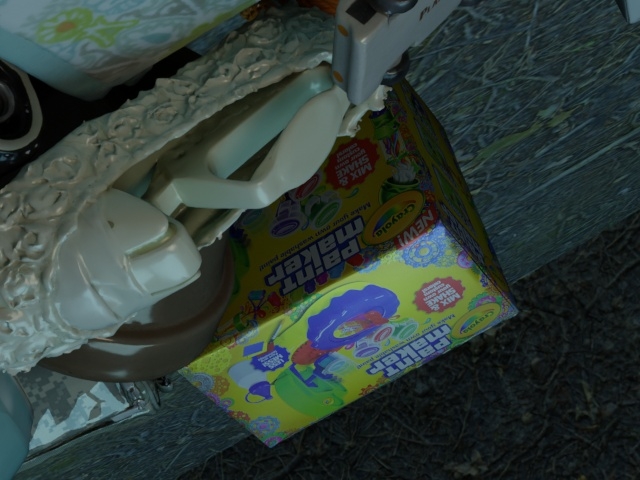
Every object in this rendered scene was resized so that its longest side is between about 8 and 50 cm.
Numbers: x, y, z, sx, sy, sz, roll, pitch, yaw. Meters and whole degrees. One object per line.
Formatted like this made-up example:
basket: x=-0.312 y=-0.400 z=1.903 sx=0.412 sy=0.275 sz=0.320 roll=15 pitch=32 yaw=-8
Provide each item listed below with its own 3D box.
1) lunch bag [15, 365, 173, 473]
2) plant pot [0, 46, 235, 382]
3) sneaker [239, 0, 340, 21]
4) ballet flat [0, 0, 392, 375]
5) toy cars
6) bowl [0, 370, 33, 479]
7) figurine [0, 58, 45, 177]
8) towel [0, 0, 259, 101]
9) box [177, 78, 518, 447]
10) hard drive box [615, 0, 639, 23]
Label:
lunch bag: x=-0.324 y=0.108 z=1.536 sx=0.305 sy=0.256 sz=0.212 roll=-26 pitch=166 yaw=1
plant pot: x=-0.168 y=-0.046 z=1.339 sx=0.263 sy=0.263 sz=0.229 roll=-12 pitch=144 yaw=-43
sneaker: x=0.040 y=-0.228 z=1.277 sx=0.099 sy=0.121 sz=0.262 roll=37 pitch=151 yaw=-29
ballet flat: x=-0.105 y=-0.041 z=1.138 sx=0.409 sy=0.147 sz=0.147 roll=-43 pitch=173 yaw=-23
toy cars: x=0.109 y=-0.274 z=1.038 sx=0.393 sy=0.087 sz=0.176 roll=-58 pitch=163 yaw=16
bowl: x=-0.357 y=0.126 z=1.308 sx=0.163 sy=0.311 sz=0.311 roll=-35 pitch=169 yaw=-17
figurine: x=-0.337 y=-0.047 z=1.111 sx=0.215 sy=0.092 sz=0.209 roll=-11 pitch=164 yaw=-43
towel: x=-0.107 y=-0.234 z=1.025 sx=0.321 sy=0.090 sz=0.374 roll=-30 pitch=166 yaw=9
box: x=0.000 y=0.000 z=1.552 sx=0.290 sy=0.279 sz=0.177 roll=-30 pitch=136 yaw=13
hard drive box: x=0.354 y=-0.316 z=1.498 sx=0.181 sy=0.089 sz=0.232 roll=-27 pitch=165 yaw=7
